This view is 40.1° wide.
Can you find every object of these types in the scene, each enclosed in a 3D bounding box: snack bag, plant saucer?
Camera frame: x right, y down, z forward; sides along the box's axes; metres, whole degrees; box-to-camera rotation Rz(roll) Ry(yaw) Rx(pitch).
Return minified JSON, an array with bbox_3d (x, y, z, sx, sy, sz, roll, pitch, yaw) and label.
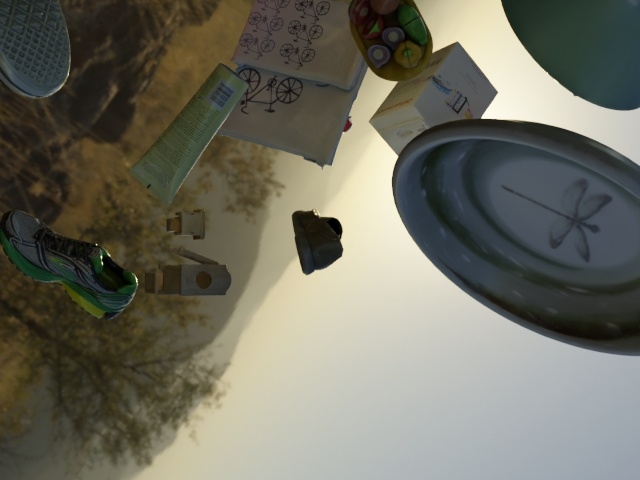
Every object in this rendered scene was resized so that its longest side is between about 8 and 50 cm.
[{"bbox_3d":[-0.058,-0.344,1.820,0.037,0.323,0.342,23,86,-60],"label":"snack bag"},{"bbox_3d":[0.278,-0.019,1.029,0.100,0.401,0.400,-56,-179,-24],"label":"plant saucer"}]

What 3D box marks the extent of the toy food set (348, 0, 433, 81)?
[{"bbox_3d":[0.113,-0.387,1.555,0.128,0.217,0.071,-29,180,11],"label":"toy food set"}]

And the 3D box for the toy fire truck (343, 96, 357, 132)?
[{"bbox_3d":[0.054,-0.402,2.443,0.135,0.192,0.047,-29,-177,16],"label":"toy fire truck"}]

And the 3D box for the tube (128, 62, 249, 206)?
[{"bbox_3d":[-0.211,-0.177,1.426,0.240,0.062,0.070,-52,-144,8],"label":"tube"}]

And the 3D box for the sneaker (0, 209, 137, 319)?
[{"bbox_3d":[-0.560,0.033,1.976,0.146,0.344,0.134,-38,-154,36],"label":"sneaker"}]

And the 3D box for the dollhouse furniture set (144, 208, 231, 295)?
[{"bbox_3d":[-0.256,0.024,1.688,0.182,0.101,0.160,-2,-93,58],"label":"dollhouse furniture set"}]

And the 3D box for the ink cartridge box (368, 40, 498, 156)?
[{"bbox_3d":[0.266,-0.313,2.064,0.171,0.168,0.232,-11,-143,56],"label":"ink cartridge box"}]

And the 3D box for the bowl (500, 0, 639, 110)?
[{"bbox_3d":[0.443,-0.368,1.319,0.163,0.312,0.311,-46,-172,48],"label":"bowl"}]

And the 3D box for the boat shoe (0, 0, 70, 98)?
[{"bbox_3d":[-0.577,-0.418,1.425,0.156,0.500,0.187,-43,169,36],"label":"boat shoe"}]

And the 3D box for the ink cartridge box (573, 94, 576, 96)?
[{"bbox_3d":[0.698,-0.395,1.842,0.186,0.065,0.311,-21,-178,-35],"label":"ink cartridge box"}]

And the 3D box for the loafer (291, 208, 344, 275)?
[{"bbox_3d":[0.000,0.000,1.586,0.088,0.094,0.251,-12,-162,0],"label":"loafer"}]
